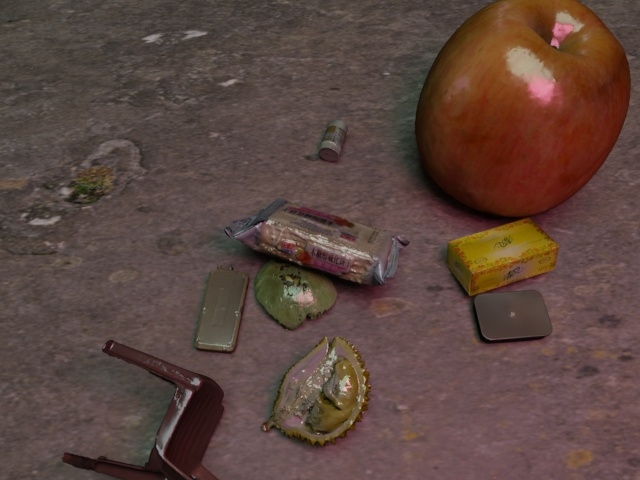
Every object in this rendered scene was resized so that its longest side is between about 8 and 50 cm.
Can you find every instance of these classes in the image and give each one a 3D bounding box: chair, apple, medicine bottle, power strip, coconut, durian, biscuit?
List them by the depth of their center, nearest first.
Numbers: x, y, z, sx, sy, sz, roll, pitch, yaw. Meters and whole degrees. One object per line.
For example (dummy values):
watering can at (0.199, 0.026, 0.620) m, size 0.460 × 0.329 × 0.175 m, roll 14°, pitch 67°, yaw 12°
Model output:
chair at (-0.181, 0.295, 0.800) m, size 0.326 × 0.176 × 0.183 m, roll 15°, pitch 68°, yaw 14°
durian at (-0.004, 0.259, 0.873) m, size 0.208 × 0.102 × 0.147 m, roll -34°, pitch 59°, yaw 8°
power strip at (-0.176, 0.120, 0.992) m, size 0.076 × 0.028 × 0.169 m, roll 5°, pitch 60°, yaw 5°
coconut at (-0.049, 0.092, 0.992) m, size 0.157 × 0.055 × 0.133 m, roll 8°, pitch 57°, yaw 7°
biscuit at (-0.002, 0.001, 1.001) m, size 0.308 × 0.079 × 0.186 m, roll 19°, pitch 23°, yaw 11°
apple at (0.376, -0.257, 1.034) m, size 0.391 × 0.347 × 0.392 m, roll 1°, pitch 56°, yaw -1°
medicine bottle at (0.028, -0.217, 1.185) m, size 0.047 × 0.047 × 0.083 m, roll 14°, pitch 59°, yaw 9°

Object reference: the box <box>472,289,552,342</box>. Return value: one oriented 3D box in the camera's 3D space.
box at (0.338, 0.137, 0.972) m, size 0.125 × 0.031 × 0.091 m, roll -5°, pitch 58°, yaw -2°

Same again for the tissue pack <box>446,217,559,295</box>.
tissue pack at (0.333, 0.027, 1.007) m, size 0.175 × 0.062 × 0.095 m, roll -16°, pitch 40°, yaw -8°
